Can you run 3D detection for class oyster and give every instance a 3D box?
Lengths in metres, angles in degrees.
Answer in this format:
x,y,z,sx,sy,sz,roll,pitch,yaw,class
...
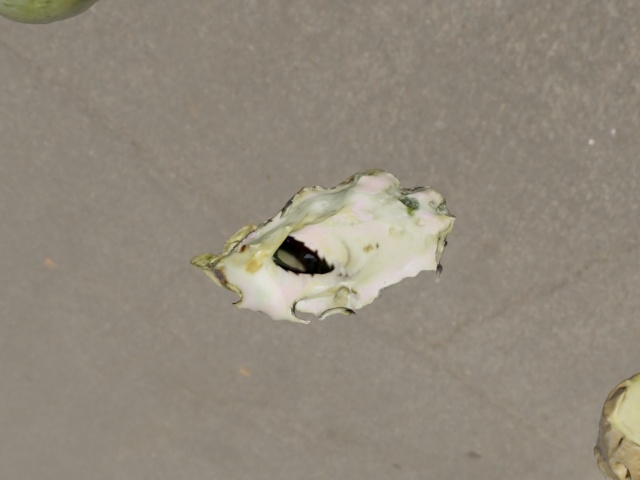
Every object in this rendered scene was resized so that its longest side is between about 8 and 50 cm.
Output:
x,y,z,sx,sy,sz,roll,pitch,yaw,class
0.009,0.003,0.864,0.209,0.072,0.133,-37,116,22,oyster

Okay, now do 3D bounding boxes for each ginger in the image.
x,y,z,sx,sy,sz,roll,pitch,yaw,class
0.365,0.178,0.949,0.275,0.130,0.221,1,154,-34,ginger

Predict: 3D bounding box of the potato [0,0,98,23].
x,y,z,sx,sy,sz,roll,pitch,yaw,class
-0.133,-0.244,0.499,0.141,0.176,0.298,22,122,-2,potato
